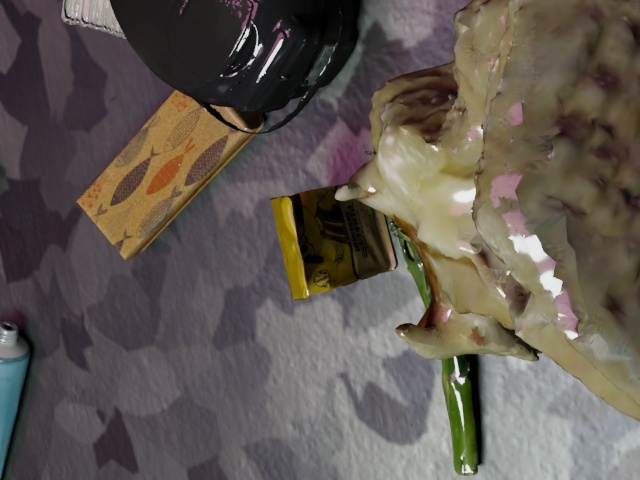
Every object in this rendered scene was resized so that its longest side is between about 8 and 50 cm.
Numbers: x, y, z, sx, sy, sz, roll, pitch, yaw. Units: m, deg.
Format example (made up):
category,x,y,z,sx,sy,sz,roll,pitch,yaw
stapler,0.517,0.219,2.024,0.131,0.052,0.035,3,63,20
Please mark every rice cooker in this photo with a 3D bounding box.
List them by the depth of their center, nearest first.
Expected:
category,x,y,z,sx,sy,sz,roll,pitch,yaw
rice cooker,-0.062,-0.170,0.842,0.203,0.118,0.142,51,121,19

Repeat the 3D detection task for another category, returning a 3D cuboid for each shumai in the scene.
category,x,y,z,sx,sy,sz,roll,pitch,yaw
shumai,0.156,-0.045,0.700,0.262,0.267,0.314,-13,58,64

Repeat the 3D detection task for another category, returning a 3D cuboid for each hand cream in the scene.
category,x,y,z,sx,sy,sz,roll,pitch,yaw
hand cream,-0.312,0.167,1.120,0.083,0.048,0.224,33,119,24

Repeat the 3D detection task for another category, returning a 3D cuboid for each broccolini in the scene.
category,x,y,z,sx,sy,sz,roll,pitch,yaw
broccolini,0.080,0.044,0.828,0.054,0.051,0.239,-167,63,-78

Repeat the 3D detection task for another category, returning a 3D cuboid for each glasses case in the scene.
category,x,y,z,sx,sy,sz,roll,pitch,yaw
glasses case,-0.116,-0.061,0.945,0.064,0.041,0.170,50,121,5

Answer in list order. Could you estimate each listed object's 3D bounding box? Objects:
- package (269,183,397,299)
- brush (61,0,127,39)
category,x,y,z,sx,sy,sz,roll,pitch,yaw
package,0.000,0.000,0.820,0.047,0.131,0.071,-12,93,30
brush,-0.153,-0.318,0.948,0.090,0.017,0.314,18,107,29
